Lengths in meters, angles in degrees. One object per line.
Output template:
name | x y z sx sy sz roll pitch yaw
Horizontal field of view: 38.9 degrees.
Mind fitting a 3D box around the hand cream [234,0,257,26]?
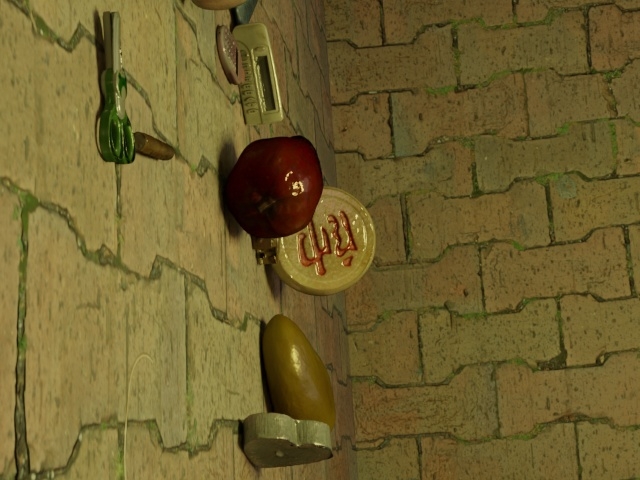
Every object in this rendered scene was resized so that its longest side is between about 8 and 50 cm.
hand cream | -0.172 -0.575 2.155 0.256 0.055 0.088 -83 173 -47

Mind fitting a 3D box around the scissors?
scissors | -0.276 -0.205 1.214 0.101 0.027 0.204 -17 103 -85

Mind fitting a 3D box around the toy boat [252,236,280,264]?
toy boat | -0.130 -0.044 2.069 0.077 0.057 0.200 -6 91 -76

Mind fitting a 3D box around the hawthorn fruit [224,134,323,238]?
hawthorn fruit | -0.093 -0.099 1.842 0.249 0.215 0.215 -82 164 -66

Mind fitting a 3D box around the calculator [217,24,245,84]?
calculator | -0.195 -0.398 1.966 0.166 0.024 0.103 65 21 -62

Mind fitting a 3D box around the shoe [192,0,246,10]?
shoe | -0.190 -0.604 1.607 0.198 0.172 0.350 50 34 -71

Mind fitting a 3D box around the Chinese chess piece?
Chinese chess piece | 0.000 0.000 2.199 0.112 0.270 0.269 170 -85 -80

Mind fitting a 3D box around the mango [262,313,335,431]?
mango | -0.053 0.338 2.089 0.195 0.142 0.331 -93 165 -52

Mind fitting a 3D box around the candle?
candle | -0.080 0.407 1.818 0.168 0.192 0.068 -39 -138 43

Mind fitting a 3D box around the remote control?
remote control | -0.144 -0.381 2.073 0.049 0.090 0.230 -84 166 -74

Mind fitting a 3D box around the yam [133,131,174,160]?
yam | -0.249 -0.139 1.352 0.145 0.032 0.032 9 76 -83
